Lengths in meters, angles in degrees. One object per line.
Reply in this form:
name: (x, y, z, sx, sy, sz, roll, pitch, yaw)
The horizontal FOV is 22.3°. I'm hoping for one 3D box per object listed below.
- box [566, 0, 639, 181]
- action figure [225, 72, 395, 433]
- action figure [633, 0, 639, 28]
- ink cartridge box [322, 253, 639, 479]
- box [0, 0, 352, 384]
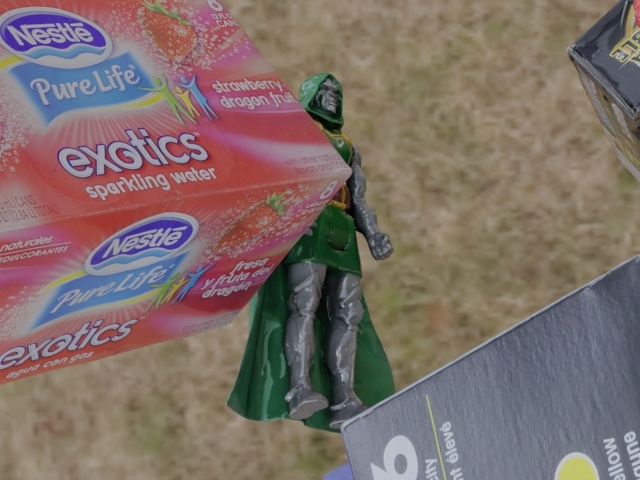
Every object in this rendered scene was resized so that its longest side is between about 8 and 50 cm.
box: (0.310, -0.165, 1.087, 0.295, 0.293, 0.073, -43, 73, 4)
action figure: (0.000, 0.000, 1.013, 0.063, 0.137, 0.232, -22, 61, 39)
action figure: (0.186, -0.170, 0.671, 0.139, 0.280, 0.091, 48, 143, 1)
ink cartridge box: (0.102, 0.203, 0.765, 0.307, 0.072, 0.303, -36, 60, 42)
box: (-0.151, -0.030, 0.840, 0.154, 0.300, 0.142, 53, 126, 21)
